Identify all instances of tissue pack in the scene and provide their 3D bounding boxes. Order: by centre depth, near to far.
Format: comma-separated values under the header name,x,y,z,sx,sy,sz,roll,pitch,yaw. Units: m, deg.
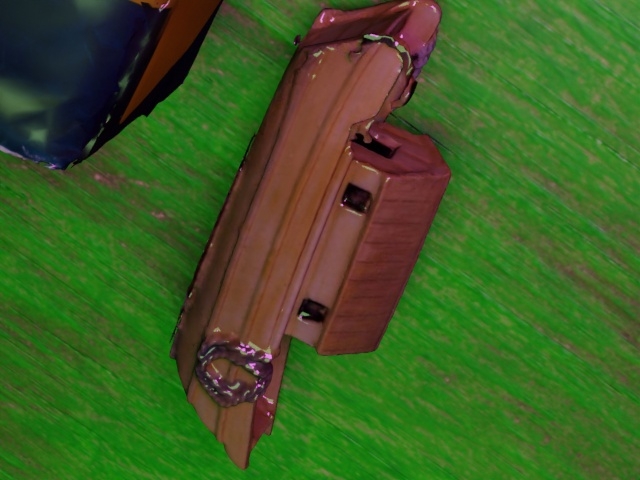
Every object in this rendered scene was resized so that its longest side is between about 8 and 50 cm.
name,x,y,z,sx,sy,sz,roll,pitch,yaw
tissue pack,-0.157,-0.300,1.383,0.253,0.264,0.416,29,117,2

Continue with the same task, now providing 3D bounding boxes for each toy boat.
name,x,y,z,sx,sy,sz,roll,pitch,yaw
toy boat,0.000,0.000,1.565,0.162,0.136,0.445,27,122,5
